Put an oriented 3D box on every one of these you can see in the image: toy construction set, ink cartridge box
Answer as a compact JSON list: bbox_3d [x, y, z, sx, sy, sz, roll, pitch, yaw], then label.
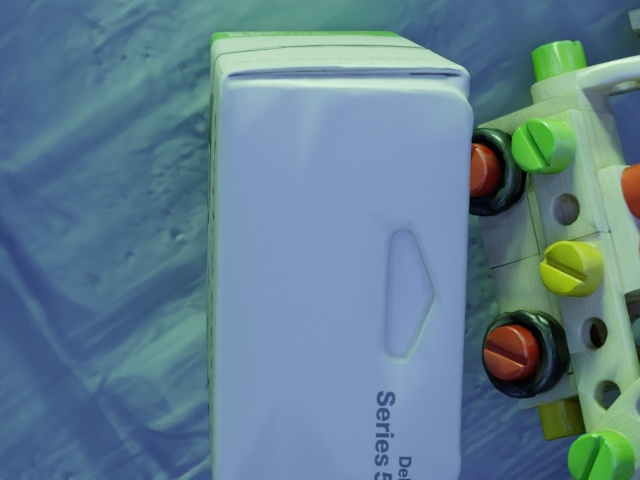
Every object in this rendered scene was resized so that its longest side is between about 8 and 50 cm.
[{"bbox_3d":[0.187,-0.001,0.993,0.151,0.215,0.328,21,59,-44],"label":"toy construction set"},{"bbox_3d":[0.000,0.000,0.950,0.114,0.273,0.198,0,99,-4],"label":"ink cartridge box"}]
